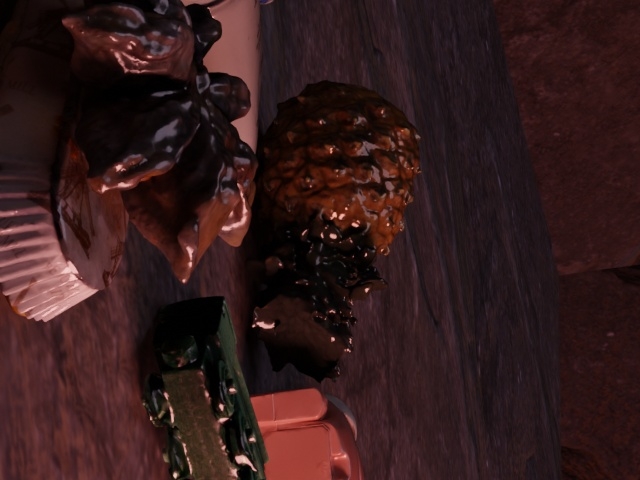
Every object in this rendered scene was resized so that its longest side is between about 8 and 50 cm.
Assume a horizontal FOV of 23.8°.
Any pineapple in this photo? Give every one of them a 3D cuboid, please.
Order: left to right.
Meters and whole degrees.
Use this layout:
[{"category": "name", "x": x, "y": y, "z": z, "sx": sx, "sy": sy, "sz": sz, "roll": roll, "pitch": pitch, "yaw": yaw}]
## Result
[{"category": "pineapple", "x": 0.000, "y": 0.000, "z": 1.359, "sx": 0.158, "sy": 0.158, "sz": 0.278, "roll": 63, "pitch": 34, "yaw": -51}]

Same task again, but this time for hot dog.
[{"category": "hot dog", "x": -0.155, "y": -0.069, "z": 0.925, "sx": 0.268, "sy": 0.075, "sz": 0.144, "roll": -86, "pitch": 164, "yaw": -44}]

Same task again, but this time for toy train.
[{"category": "toy train", "x": -0.079, "y": 0.133, "z": 1.112, "sx": 0.111, "sy": 0.071, "sz": 0.170, "roll": -83, "pitch": 160, "yaw": -64}]

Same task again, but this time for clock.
[{"category": "clock", "x": -0.001, "y": 0.208, "z": 1.313, "sx": 0.162, "sy": 0.093, "sz": 0.165, "roll": 46, "pitch": 38, "yaw": -70}]

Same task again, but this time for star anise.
[{"category": "star anise", "x": -0.088, "y": -0.071, "z": 0.887, "sx": 0.212, "sy": 0.073, "sz": 0.196, "roll": 37, "pitch": 45, "yaw": -67}]

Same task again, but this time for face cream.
[{"category": "face cream", "x": -0.085, "y": -0.169, "z": 1.247, "sx": 0.314, "sy": 0.089, "sz": 0.143, "roll": 76, "pitch": 13, "yaw": -64}]

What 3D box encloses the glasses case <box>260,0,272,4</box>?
[{"category": "glasses case", "x": -0.093, "y": -0.342, "z": 1.289, "sx": 0.327, "sy": 0.076, "sz": 0.125, "roll": 66, "pitch": 21, "yaw": -47}]
